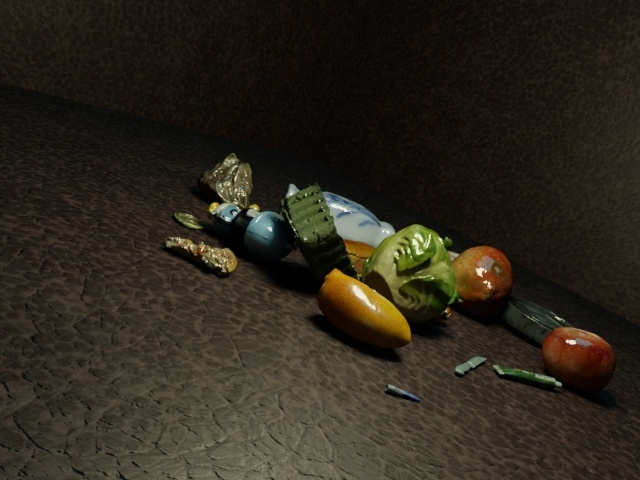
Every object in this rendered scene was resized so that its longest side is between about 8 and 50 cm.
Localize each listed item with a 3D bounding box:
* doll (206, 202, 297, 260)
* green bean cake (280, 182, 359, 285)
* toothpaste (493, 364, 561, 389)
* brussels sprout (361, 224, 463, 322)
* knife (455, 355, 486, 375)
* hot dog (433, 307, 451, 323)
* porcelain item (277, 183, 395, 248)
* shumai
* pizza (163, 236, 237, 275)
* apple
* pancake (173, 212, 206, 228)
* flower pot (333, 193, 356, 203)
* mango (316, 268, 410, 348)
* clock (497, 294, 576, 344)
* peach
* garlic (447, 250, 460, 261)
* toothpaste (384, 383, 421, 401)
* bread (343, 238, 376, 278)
[{"bbox_3d":[-0.192,-0.032,1.886,0.314,0.141,0.177,25,4,30],"label":"doll"},{"bbox_3d":[0.000,0.000,1.802,0.241,0.132,0.255,63,-2,47],"label":"green bean cake"},{"bbox_3d":[0.554,0.365,1.722,0.204,0.031,0.049,16,12,-15],"label":"toothpaste"},{"bbox_3d":[0.262,0.095,1.808,0.294,0.259,0.227,-24,0,-30],"label":"brussels sprout"},{"bbox_3d":[0.385,0.320,1.664,0.028,0.015,0.210,21,11,28],"label":"knife"},{"bbox_3d":[0.336,0.200,1.974,0.072,0.055,0.188,12,16,-23],"label":"hot dog"},{"bbox_3d":[0.052,-0.059,2.288,0.405,0.178,0.242,20,14,-6],"label":"porcelain item"},{"bbox_3d":[-0.327,-0.217,2.299,0.184,0.185,0.218,14,15,-27],"label":"shumai"},{"bbox_3d":[-0.306,0.028,1.668,0.195,0.052,0.185,18,10,-12],"label":"pizza"},{"bbox_3d":[0.728,0.339,1.834,0.201,0.162,0.201,11,8,-2],"label":"apple"},{"bbox_3d":[-0.394,-0.059,1.943,0.108,0.017,0.108,24,11,-5],"label":"pancake"},{"bbox_3d":[0.086,-0.134,2.800,0.157,0.106,0.157,22,14,-6],"label":"flower pot"},{"bbox_3d":[0.107,0.178,1.560,0.252,0.126,0.154,33,5,17],"label":"mango"},{"bbox_3d":[0.755,0.287,2.213,0.325,0.067,0.325,25,13,-6],"label":"clock"},{"bbox_3d":[0.531,0.139,2.147,0.232,0.232,0.256,18,11,-14],"label":"peach"},{"bbox_3d":[0.424,0.079,2.425,0.325,0.132,0.279,27,15,32],"label":"garlic"},{"bbox_3d":[0.172,0.318,1.345,0.083,0.015,0.024,23,11,-20],"label":"toothpaste"},{"bbox_3d":[0.085,0.054,2.058,0.136,0.107,0.241,29,15,40],"label":"bread"}]
